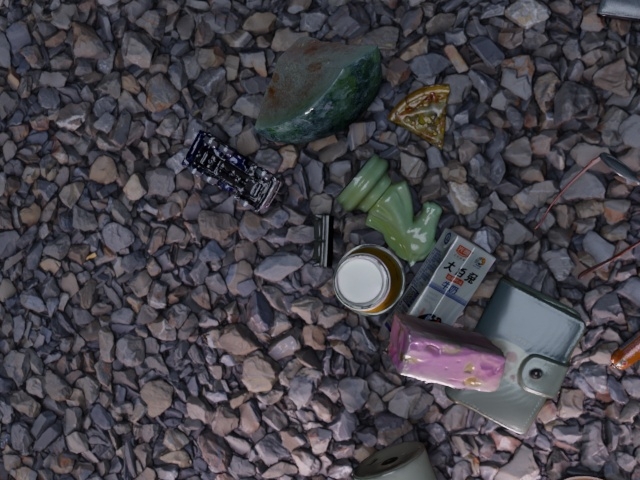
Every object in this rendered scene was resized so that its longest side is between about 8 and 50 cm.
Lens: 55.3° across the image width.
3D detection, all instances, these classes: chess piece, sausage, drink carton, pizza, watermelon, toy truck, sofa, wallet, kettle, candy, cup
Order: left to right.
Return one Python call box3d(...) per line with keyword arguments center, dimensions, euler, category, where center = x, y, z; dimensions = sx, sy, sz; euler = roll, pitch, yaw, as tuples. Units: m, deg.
box3d(center=(-0.238, -0.192, 1.720), dimensions=(0.267, 0.155, 0.124), euler=(33, 99, 9), category="toy truck")
box3d(center=(-0.010, -0.424, 1.636), dimensions=(0.387, 0.228, 0.259), euler=(-31, 74, 22), category="watermelon")
box3d(center=(0.000, 0.000, 1.693), dimensions=(0.060, 0.085, 0.147), euler=(3, 92, 11), category="sofa")
box3d(center=(0.118, 0.102, 1.568), dimensions=(0.196, 0.279, 0.197), euler=(-1, 86, 10), category="cup")
box3d(center=(0.200, -0.077, 1.621), dimensions=(0.298, 0.176, 0.176), euler=(41, 100, -3), category="chess piece")
box3d(center=(0.210, 0.722, 1.588), dimensions=(0.264, 0.205, 0.318), euler=(-24, 87, 11), category="kettle")
box3d(center=(0.276, -0.321, 1.643), dimensions=(0.184, 0.036, 0.176), euler=(-16, 87, 15), category="pizza")
box3d(center=(0.308, 0.135, 1.583), dimensions=(0.130, 0.106, 0.315), euler=(29, 99, -15), category="drink carton")
box3d(center=(0.297, 0.275, 1.481), dimensions=(0.264, 0.155, 0.116), euler=(15, 99, -12), category="candy")
box3d(center=(0.502, 0.303, 1.570), dimensions=(0.252, 0.083, 0.361), euler=(26, 98, 19), category="wallet")
box3d(center=(0.814, -0.615, 1.501), dimensions=(0.221, 0.036, 0.168), euler=(14, 95, 16), category="wallet")
box3d(center=(0.847, 0.199, 1.489), dimensions=(0.348, 0.053, 0.053), euler=(-44, 80, 11), category="sausage")

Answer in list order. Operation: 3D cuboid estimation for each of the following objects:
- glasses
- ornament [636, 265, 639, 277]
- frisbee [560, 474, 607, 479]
box3d(center=(0.700, -0.064, 1.536), dimensions=(0.234, 0.118, 0.268), euler=(49, 121, 8), category="glasses")
box3d(center=(0.847, 0.034, 1.452), dimensions=(0.196, 0.153, 0.166), euler=(-38, 81, 21), category="ornament")
box3d(center=(0.681, 0.721, 1.556), dimensions=(0.250, 0.021, 0.251), euler=(0, 92, 14), category="frisbee")
